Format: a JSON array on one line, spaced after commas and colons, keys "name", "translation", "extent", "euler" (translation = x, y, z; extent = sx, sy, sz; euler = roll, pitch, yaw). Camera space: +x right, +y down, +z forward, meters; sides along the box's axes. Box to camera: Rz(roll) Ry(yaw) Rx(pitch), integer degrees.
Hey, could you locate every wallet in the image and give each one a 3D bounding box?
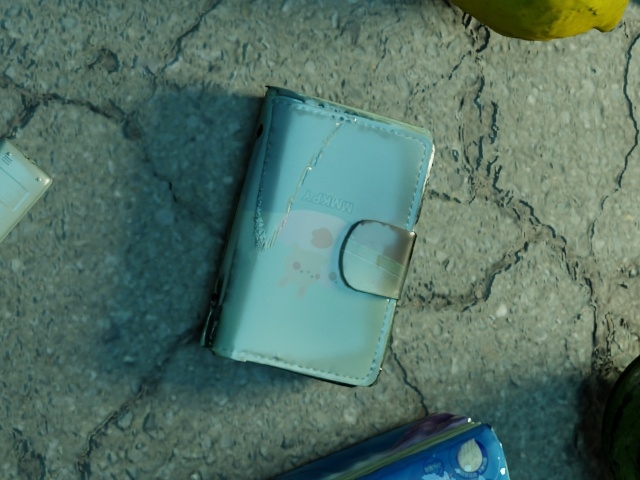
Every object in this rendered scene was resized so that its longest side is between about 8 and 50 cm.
[{"name": "wallet", "translation": [0.000, 0.000, 1.456], "extent": [0.176, 0.075, 0.250], "euler": [15, 88, -18]}]

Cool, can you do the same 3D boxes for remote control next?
[{"name": "remote control", "translation": [-0.301, -0.011, 1.359], "extent": [0.061, 0.029, 0.162], "euler": [42, 77, -20]}]

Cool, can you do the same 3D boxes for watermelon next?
[{"name": "watermelon", "translation": [0.375, 0.181, 1.551], "extent": [0.188, 0.188, 0.214], "euler": [24, 97, -21]}]

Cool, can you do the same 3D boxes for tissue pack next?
[{"name": "tissue pack", "translation": [0.049, 0.294, 1.451], "extent": [0.263, 0.146, 0.198], "euler": [-19, 98, -19]}]

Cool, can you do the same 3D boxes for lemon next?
[{"name": "lemon", "translation": [0.189, -0.293, 1.452], "extent": [0.260, 0.204, 0.204], "euler": [43, 77, -20]}]
